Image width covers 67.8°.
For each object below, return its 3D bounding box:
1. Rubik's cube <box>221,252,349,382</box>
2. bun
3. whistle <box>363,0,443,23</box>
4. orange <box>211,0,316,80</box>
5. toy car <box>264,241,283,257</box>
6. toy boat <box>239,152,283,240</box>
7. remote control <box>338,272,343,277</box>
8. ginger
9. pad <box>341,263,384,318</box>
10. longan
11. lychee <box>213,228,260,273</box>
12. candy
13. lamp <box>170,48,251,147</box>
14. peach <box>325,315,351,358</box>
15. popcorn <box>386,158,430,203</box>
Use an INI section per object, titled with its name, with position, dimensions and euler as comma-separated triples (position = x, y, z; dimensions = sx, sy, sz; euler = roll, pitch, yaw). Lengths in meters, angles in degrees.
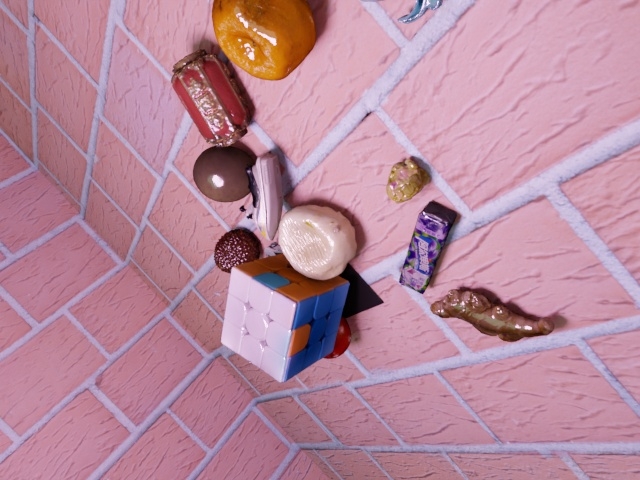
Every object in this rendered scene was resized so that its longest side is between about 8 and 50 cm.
[Rubik's cube]
position = -0.118, 0.238, 1.581
dimensions = 0.291, 0.291, 0.291
euler = 24, 113, 31
[bun]
position = 0.000, 0.000, 1.504
dimensions = 0.259, 0.160, 0.260
euler = 14, 116, 31
[whistle]
position = 0.176, -0.510, 0.888
dimensions = 0.273, 0.093, 0.186
euler = 6, 129, 46
[orange]
position = -0.117, -0.508, 1.102
dimensions = 0.248, 0.183, 0.249
euler = 23, 156, 11
[toy car]
position = -0.125, 0.068, 1.778
dimensions = 0.204, 0.056, 0.096
euler = 12, 132, 38
[toy boat]
position = -0.183, -0.137, 1.493
dimensions = 0.140, 0.140, 0.270
euler = 20, 110, 30
[remote control]
position = 0.032, 0.131, 1.683
dimensions = 0.072, 0.042, 0.222
euler = 38, 144, 13
[ginger]
position = 0.464, 0.210, 1.322
dimensions = 0.332, 0.080, 0.166
euler = 13, 149, 27
[pad]
position = 0.081, 0.190, 1.736
dimensions = 0.202, 0.005, 0.299
euler = 48, 145, -4
[longan]
position = -0.316, -0.220, 1.571
dimensions = 0.220, 0.196, 0.197
euler = 17, 136, 29
[lychee]
position = -0.330, 0.047, 1.862
dimensions = 0.188, 0.188, 0.188
euler = 26, 140, 24
[candy]
position = 0.290, 0.030, 1.325
dimensions = 0.088, 0.061, 0.313
euler = 28, 141, 19
[lamp]
position = -0.319, -0.416, 1.406
dimensions = 0.177, 0.177, 0.274
euler = -6, 119, 47
[peach]
position = 0.029, 0.356, 1.783
dimensions = 0.197, 0.197, 0.197
euler = 26, 140, 24
[popcorn]
position = 0.216, -0.143, 1.204
dimensions = 0.089, 0.109, 0.097
euler = 30, -167, -32
